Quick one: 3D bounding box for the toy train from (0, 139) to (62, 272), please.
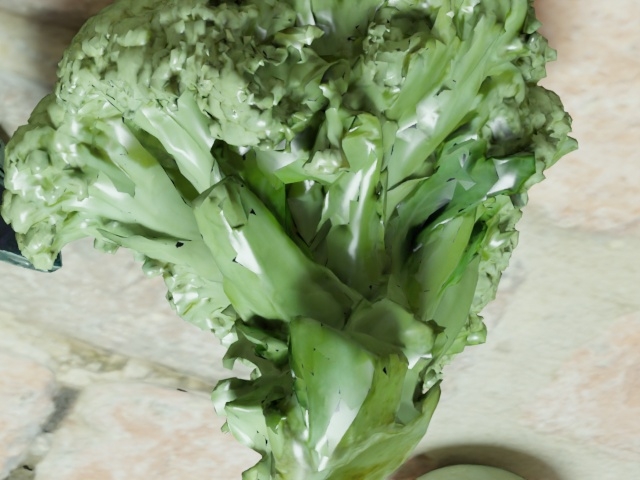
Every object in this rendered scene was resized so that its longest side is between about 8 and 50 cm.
[{"bbox_3d":[-0.201,-0.058,0.717,0.055,0.048,0.252,-24,142,13],"label":"toy train"}]

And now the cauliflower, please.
[{"bbox_3d":[0.000,0.000,0.653,0.275,0.250,0.272,21,134,-34],"label":"cauliflower"}]

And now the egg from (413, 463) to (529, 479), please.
[{"bbox_3d":[0.111,0.212,1.011,0.152,0.114,0.114,21,132,-30],"label":"egg"}]
